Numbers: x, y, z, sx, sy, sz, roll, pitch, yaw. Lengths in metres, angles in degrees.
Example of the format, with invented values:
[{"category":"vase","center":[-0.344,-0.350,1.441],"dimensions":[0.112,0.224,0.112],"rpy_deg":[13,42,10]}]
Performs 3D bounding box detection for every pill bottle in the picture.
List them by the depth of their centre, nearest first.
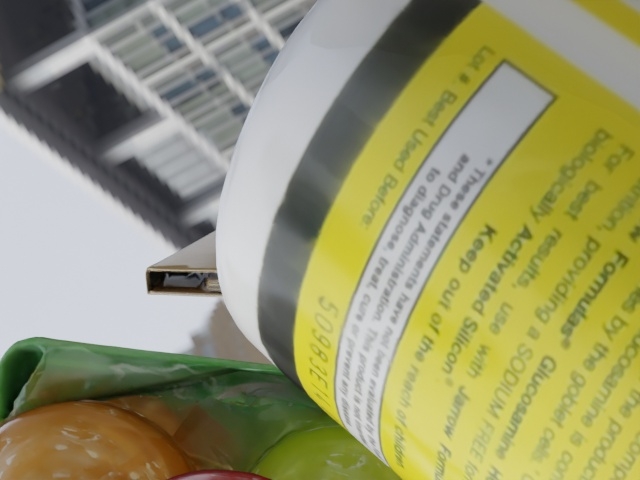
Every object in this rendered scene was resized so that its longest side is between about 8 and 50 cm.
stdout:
[{"category":"pill bottle","center":[0.143,0.049,0.477],"dimensions":[0.334,0.188,0.188],"rpy_deg":[40,-177,27]}]

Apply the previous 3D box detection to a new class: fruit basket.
[{"category":"fruit basket","center":[-0.052,0.153,0.744],"dimensions":[0.353,0.327,0.165],"rpy_deg":[-73,-11,-76]}]

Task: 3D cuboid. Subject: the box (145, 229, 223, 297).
[{"category":"box","center":[0.000,0.000,1.149],"dimensions":[0.201,0.164,0.021],"rpy_deg":[-34,-59,-58]}]
